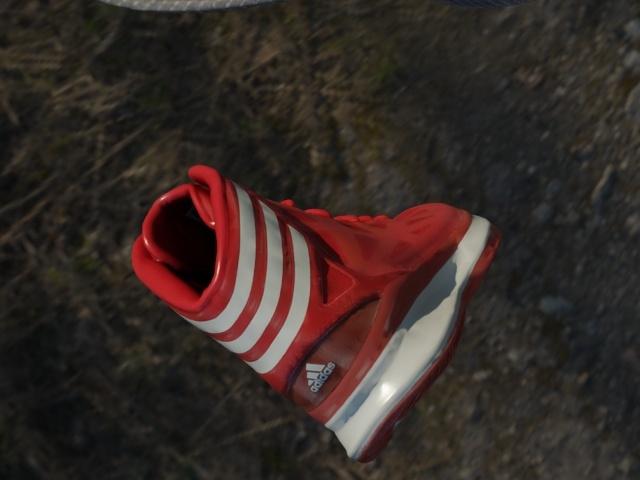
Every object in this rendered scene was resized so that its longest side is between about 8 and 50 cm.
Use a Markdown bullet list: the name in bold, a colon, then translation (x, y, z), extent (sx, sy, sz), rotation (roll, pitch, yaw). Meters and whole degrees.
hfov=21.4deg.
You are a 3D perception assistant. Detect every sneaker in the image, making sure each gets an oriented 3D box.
- **sneaker**: translation (0.000, 0.000, 0.710), extent (0.128, 0.221, 0.087), rotation (37, 103, -3)

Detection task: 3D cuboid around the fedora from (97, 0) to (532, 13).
- **fedora**: translation (0.039, -0.163, 0.465), extent (0.244, 0.124, 0.275), rotation (-8, 67, 35)
